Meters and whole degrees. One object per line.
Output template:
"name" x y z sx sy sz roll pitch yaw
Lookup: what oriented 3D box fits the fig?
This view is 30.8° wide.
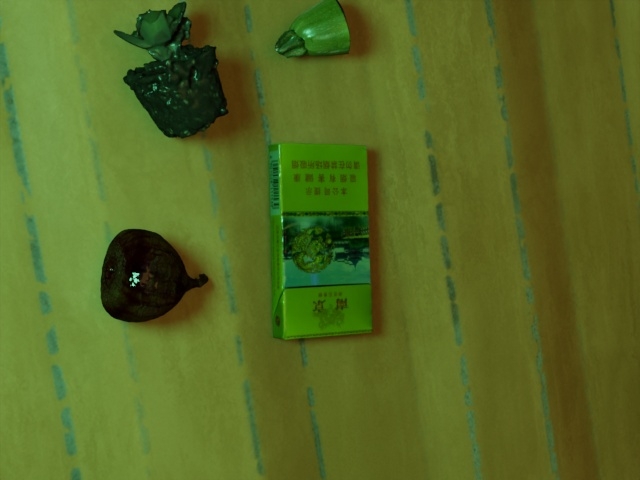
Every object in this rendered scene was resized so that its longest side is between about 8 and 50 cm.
"fig" -0.245 0.068 1.817 0.201 0.134 0.146 20 87 -40

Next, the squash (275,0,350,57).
"squash" -0.025 -0.352 2.000 0.132 0.105 0.105 -21 101 -13

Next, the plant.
"plant" -0.232 -0.267 1.825 0.142 0.131 0.203 -38 107 -25

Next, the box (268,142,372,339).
"box" 0.000 0.000 2.021 0.187 0.047 0.335 -1 91 -34
